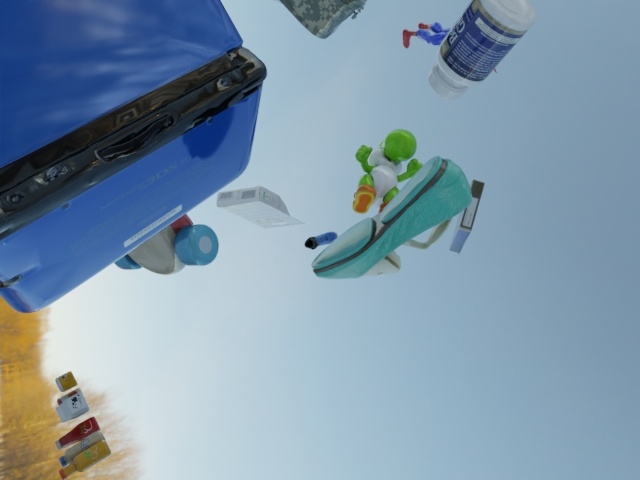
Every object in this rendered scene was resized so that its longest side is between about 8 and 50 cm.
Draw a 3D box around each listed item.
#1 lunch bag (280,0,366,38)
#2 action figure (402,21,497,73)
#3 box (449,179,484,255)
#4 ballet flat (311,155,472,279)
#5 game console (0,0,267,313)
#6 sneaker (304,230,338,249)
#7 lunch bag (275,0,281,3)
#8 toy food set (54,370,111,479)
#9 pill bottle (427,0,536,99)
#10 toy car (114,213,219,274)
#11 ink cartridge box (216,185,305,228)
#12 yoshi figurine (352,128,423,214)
[{"bbox_3d":[0.054,-0.530,0.805,0.256,0.212,0.305,-31,-155,42],"label":"lunch bag"},{"bbox_3d":[0.323,-0.461,1.171,0.280,0.091,0.139,37,-26,57],"label":"action figure"},{"bbox_3d":[0.387,-0.052,1.287,0.036,0.225,0.136,16,-107,13],"label":"box"},{"bbox_3d":[0.094,-0.003,0.626,0.247,0.087,0.083,-40,-164,30],"label":"ballet flat"},{"bbox_3d":[-0.211,-0.115,0.432,0.173,0.293,0.250,45,-29,10],"label":"game console"},{"bbox_3d":[0.000,0.001,2.117,0.152,0.084,0.058,-13,-83,23],"label":"sneaker"},{"bbox_3d":[-0.059,-0.719,1.143,0.279,0.108,0.224,-20,-95,39],"label":"lunch bag"},{"bbox_3d":[-0.584,0.433,1.119,0.232,0.104,0.111,52,-31,19],"label":"toy food set"},{"bbox_3d":[0.242,-0.304,0.753,0.169,0.094,0.094,-52,-128,55],"label":"pill bottle"},{"bbox_3d":[-0.275,-0.081,0.883,0.219,0.238,0.210,-4,-49,33],"label":"toy car"},{"bbox_3d":[-0.180,-0.099,1.485,0.181,0.225,0.056,-4,-107,36],"label":"ink cartridge box"},{"bbox_3d":[0.220,-0.236,1.532,0.203,0.362,0.203,-8,-49,25],"label":"yoshi figurine"}]
